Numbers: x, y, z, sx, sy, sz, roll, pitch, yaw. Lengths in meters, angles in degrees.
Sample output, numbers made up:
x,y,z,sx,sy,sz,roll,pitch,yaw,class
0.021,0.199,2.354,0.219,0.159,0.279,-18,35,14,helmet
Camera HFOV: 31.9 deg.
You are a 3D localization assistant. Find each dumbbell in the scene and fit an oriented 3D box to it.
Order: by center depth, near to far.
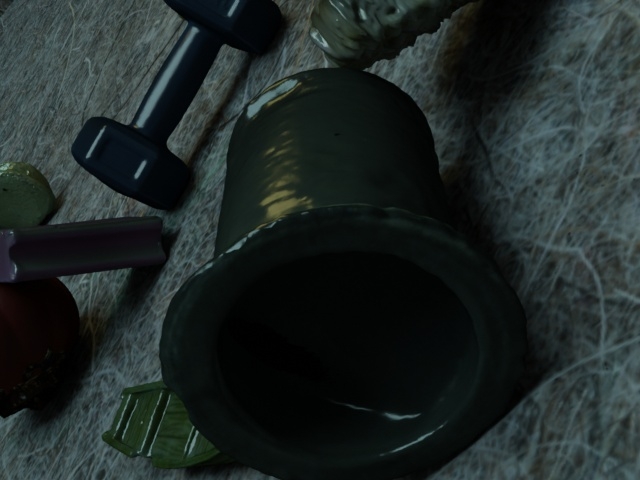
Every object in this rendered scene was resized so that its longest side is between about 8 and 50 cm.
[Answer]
x,y,z,sx,sy,sz,roll,pitch,yaw,class
-0.189,-0.205,1.472,0.144,0.160,0.325,29,90,32,dumbbell

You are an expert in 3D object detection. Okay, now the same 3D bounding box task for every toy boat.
x,y,z,sx,sy,sz,roll,pitch,yaw,class
-0.122,0.178,1.076,0.293,0.055,0.093,-13,51,56,toy boat

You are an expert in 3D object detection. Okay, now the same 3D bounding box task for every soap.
x,y,z,sx,sy,sz,roll,pitch,yaw,class
-0.308,0.009,1.399,0.122,0.203,0.065,0,97,58,soap

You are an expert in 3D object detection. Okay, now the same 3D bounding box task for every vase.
x,y,z,sx,sy,sz,roll,pitch,yaw,class
0.018,-0.001,0.852,0.245,0.245,0.291,-45,24,27,vase

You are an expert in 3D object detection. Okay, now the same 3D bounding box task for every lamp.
x,y,z,sx,sy,sz,roll,pitch,yaw,class
-0.422,0.134,1.470,0.227,0.227,0.227,-40,33,33,lamp

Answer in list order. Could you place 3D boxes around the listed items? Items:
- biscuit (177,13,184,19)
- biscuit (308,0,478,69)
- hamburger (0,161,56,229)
x,y,z,sx,sy,sz,roll,pitch,yaw,class
-0.174,-0.457,1.812,0.187,0.036,0.273,-22,45,50,biscuit
0.087,-0.226,0.984,0.281,0.084,0.179,-35,1,-31,biscuit
-0.528,-0.070,1.928,0.140,0.133,0.062,-39,24,20,hamburger
